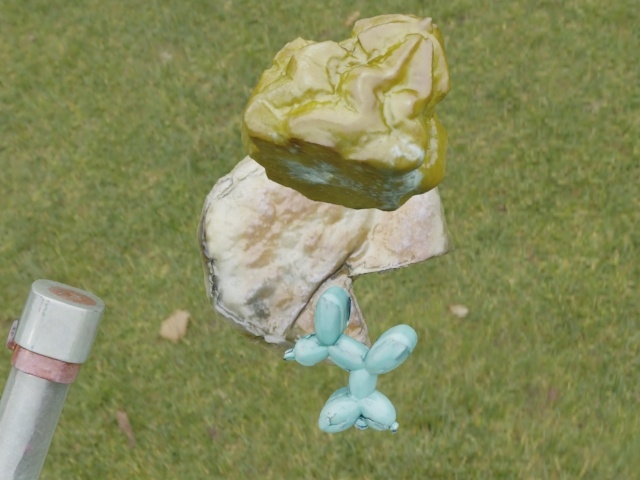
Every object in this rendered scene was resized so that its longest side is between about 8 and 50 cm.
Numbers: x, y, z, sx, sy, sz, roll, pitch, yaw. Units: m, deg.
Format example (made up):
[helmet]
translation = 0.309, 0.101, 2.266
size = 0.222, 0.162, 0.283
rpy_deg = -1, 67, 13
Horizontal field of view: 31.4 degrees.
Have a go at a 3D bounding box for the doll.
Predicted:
[doll]
translation = 0.038, 0.150, 1.301
size = 0.159, 0.159, 0.059
rpy_deg = 34, 25, 3

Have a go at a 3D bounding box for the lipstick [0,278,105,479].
[lipstick]
translation = -0.206, 0.124, 0.791
size = 0.057, 0.063, 0.186
rpy_deg = 19, 95, -11

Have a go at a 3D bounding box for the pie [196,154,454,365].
[pie]
translation = 0.000, 0.000, 1.471
size = 0.337, 0.338, 0.075
rpy_deg = -22, 12, -5

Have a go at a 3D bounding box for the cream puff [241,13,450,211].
[cream puff]
translation = 0.022, -0.090, 0.757
size = 0.146, 0.146, 0.116
rpy_deg = 15, 77, 19
